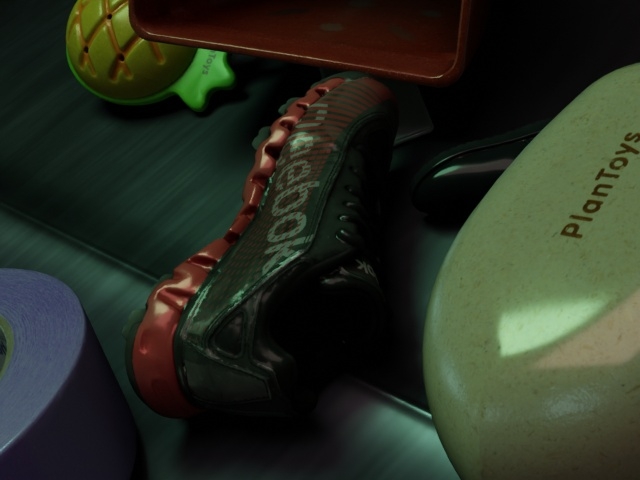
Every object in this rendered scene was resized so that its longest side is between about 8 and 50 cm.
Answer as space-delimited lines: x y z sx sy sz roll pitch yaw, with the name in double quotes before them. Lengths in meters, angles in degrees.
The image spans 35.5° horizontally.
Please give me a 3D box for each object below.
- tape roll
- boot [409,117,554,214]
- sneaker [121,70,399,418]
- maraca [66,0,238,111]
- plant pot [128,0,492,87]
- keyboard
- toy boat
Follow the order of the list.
"tape roll" -0.251 0.127 0.578 0.275 0.090 0.275 -13 28 7
"boot" 0.122 -0.022 0.630 0.121 0.045 0.099 -21 46 8
"sneaker" 0.000 0.000 0.625 0.135 0.097 0.276 8 52 34
"maraca" -0.149 -0.179 0.897 0.186 0.099 0.127 16 88 22
"plant pot" 0.030 -0.289 0.770 0.267 0.267 0.236 13 24 22
"keyboard" 0.034 -0.152 0.841 0.072 0.014 0.256 -16 41 4
"toy boat" 0.200 0.046 0.450 0.267 0.148 0.318 -49 39 -17
